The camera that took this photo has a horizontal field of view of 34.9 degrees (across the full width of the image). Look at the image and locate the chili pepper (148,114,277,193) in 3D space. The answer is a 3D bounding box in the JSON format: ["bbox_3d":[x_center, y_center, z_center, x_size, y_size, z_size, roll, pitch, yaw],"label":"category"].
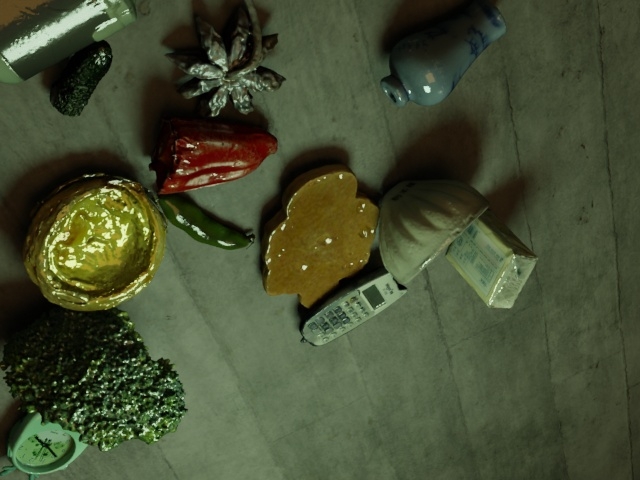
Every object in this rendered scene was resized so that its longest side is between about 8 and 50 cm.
[{"bbox_3d":[-0.194,-0.156,1.901,0.253,0.136,0.144,-1,98,-36],"label":"chili pepper"}]

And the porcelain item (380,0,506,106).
[{"bbox_3d":[0.232,-0.356,1.951,0.259,0.141,0.141,-39,133,-6],"label":"porcelain item"}]

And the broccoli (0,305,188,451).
[{"bbox_3d":[-0.431,0.253,1.999,0.375,0.302,0.249,20,92,-11],"label":"broccoli"}]

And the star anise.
[{"bbox_3d":[-0.159,-0.318,1.808,0.230,0.081,0.262,12,121,-22],"label":"star anise"}]

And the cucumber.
[{"bbox_3d":[-0.384,-0.275,1.658,0.067,0.067,0.245,1,164,-28],"label":"cucumber"}]

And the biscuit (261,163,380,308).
[{"bbox_3d":[-0.002,-0.003,2.148,0.269,0.051,0.375,-15,132,-22],"label":"biscuit"}]

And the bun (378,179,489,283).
[{"bbox_3d":[0.210,-0.047,2.147,0.263,0.175,0.263,-44,176,-4],"label":"bun"}]

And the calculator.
[{"bbox_3d":[0.067,0.154,2.284,0.268,0.040,0.177,-35,150,-2],"label":"calculator"}]

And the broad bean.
[{"bbox_3d":[-0.233,-0.030,2.013,0.255,0.046,0.065,29,101,-41],"label":"broad bean"}]

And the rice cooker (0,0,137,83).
[{"bbox_3d":[-0.422,-0.398,1.485,0.277,0.288,0.288,-32,133,-4],"label":"rice cooker"}]

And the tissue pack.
[{"bbox_3d":[0.380,0.038,2.281,0.092,0.196,0.148,5,122,-31],"label":"tissue pack"}]

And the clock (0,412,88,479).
[{"bbox_3d":[-0.592,0.430,2.165,0.159,0.066,0.211,31,107,-40],"label":"clock"}]

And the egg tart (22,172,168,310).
[{"bbox_3d":[-0.420,-0.001,1.898,0.279,0.095,0.278,-12,117,-24],"label":"egg tart"}]
